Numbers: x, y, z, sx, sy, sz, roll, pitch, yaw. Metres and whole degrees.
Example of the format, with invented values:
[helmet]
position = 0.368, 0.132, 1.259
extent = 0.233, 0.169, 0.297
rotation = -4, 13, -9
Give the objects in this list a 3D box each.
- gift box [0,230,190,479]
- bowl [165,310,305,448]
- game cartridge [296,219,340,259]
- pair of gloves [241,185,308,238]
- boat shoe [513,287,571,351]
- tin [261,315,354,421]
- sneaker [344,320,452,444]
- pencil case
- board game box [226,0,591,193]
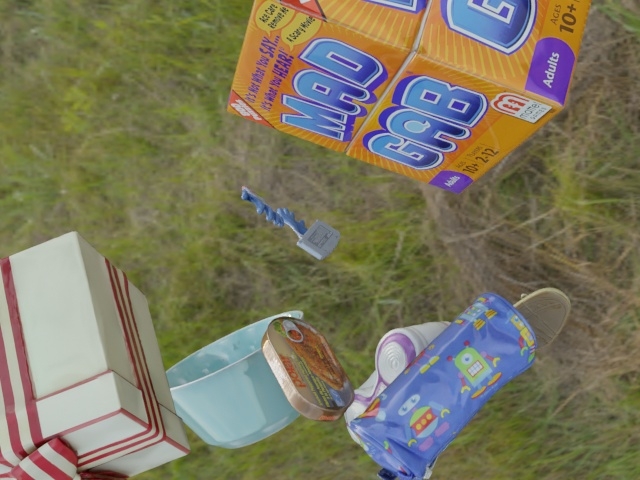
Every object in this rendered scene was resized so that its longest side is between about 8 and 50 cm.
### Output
[gift box]
position = -0.322, 0.186, 1.141
extent = 0.276, 0.255, 0.258
rotation = -25, 63, 7
[bowl]
position = -0.138, 0.271, 1.822
extent = 0.311, 0.311, 0.163
rotation = -19, 98, 44
[game cartridge]
position = 0.000, 0.000, 1.670
extent = 0.056, 0.083, 0.017
rotation = 31, 128, 8
[pair of gloves]
position = -0.070, -0.043, 1.794
extent = 0.023, 0.198, 0.159
rotation = -53, 27, 6
[boat shoe]
position = 0.396, 0.178, 1.956
extent = 0.104, 0.089, 0.285
rotation = 39, 130, 2
[tin]
position = -0.022, 0.192, 1.482
extent = 0.040, 0.106, 0.190
rotation = -57, 46, 29
[sneaker]
position = 0.141, 0.248, 1.650
extent = 0.114, 0.152, 0.305
rotation = 52, 138, 25
[pencil case]
position = 0.183, 0.216, 1.426
extent = 0.133, 0.306, 0.119
rotation = 44, 166, 13
[board game box]
position = 0.117, -0.321, 1.259
extent = 0.356, 0.356, 0.357
rotation = 129, 159, -73
